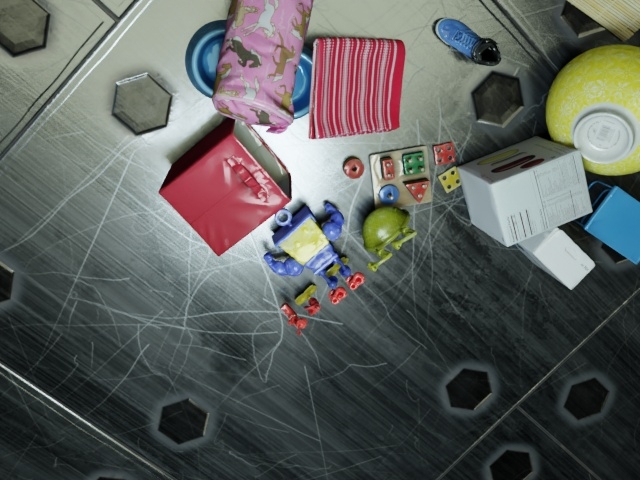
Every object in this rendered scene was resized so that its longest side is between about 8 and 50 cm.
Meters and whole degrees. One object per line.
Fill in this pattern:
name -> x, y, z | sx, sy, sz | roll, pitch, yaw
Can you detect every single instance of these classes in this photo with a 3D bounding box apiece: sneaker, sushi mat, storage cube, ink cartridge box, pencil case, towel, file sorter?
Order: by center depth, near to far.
pencil case -> -0.091, -0.400, 1.322 | 0.167, 0.160, 0.386 | 14, 82, -2
towel -> 0.080, -0.310, 1.434 | 0.275, 0.031, 0.198 | -16, 116, -46
storage cube -> -0.188, -0.119, 1.446 | 0.193, 0.215, 0.183 | -37, 110, 11
sushi mat -> 0.585, -0.549, 1.481 | 0.317, 0.019, 0.151 | 27, 136, -16
sneaker -> 0.316, -0.418, 1.489 | 0.152, 0.084, 0.058 | 33, 100, -17
ink cartridge box -> 0.510, 0.013, 1.604 | 0.140, 0.190, 0.082 | 41, 98, -18
file sorter -> 0.692, -0.047, 1.659 | 0.170, 0.104, 0.118 | 30, 101, -17

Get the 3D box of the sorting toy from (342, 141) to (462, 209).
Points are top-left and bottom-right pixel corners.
sorting toy -> 0.193, -0.137, 1.583 | 0.275, 0.046, 0.132 | -10, 109, -6

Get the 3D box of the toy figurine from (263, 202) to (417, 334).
toy figurine -> 0.000, 0.000, 1.527 | 0.362, 0.191, 0.217 | -41, 103, 8

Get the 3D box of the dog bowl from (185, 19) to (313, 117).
dog bowl -> -0.130, -0.344, 1.449 | 0.297, 0.074, 0.165 | 15, 105, -14

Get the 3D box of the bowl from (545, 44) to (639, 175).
bowl -> 0.604, -0.245, 1.476 | 0.290, 0.156, 0.289 | 17, 130, 22

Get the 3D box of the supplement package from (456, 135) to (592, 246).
supplement package -> 0.441, -0.113, 1.545 | 0.203, 0.194, 0.149 | -22, 110, -5
